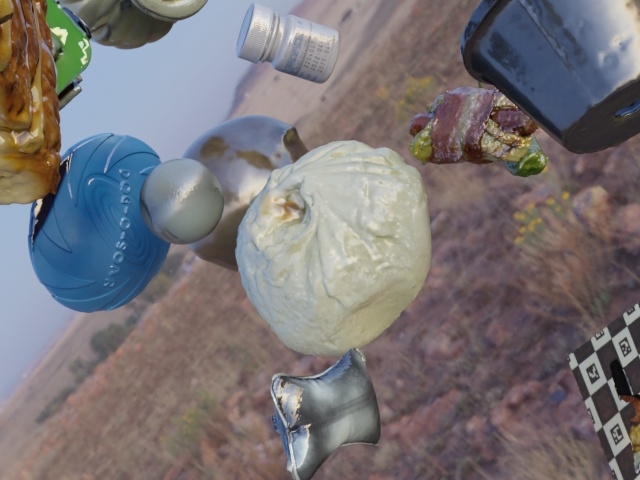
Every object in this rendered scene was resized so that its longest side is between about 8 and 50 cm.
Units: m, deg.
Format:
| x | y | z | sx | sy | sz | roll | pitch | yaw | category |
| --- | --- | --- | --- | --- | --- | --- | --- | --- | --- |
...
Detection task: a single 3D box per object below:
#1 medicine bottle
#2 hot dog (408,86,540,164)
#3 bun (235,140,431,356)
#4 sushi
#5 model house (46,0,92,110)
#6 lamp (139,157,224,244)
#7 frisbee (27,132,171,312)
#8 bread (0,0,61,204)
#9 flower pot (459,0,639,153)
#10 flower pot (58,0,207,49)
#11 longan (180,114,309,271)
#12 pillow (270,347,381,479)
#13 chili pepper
| x | y | z | sx | sy | sz | roll | pitch | yaw | category |
| --- | --- | --- | --- | --- | --- | --- | --- | --- | --- |
| -0.057 | -0.349 | 1.684 | 0.105 | 0.168 | 0.105 | -164 | 90 | -74 | medicine bottle |
| 0.233 | -0.178 | 1.455 | 0.213 | 0.103 | 0.146 | -4 | 44 | 34 | hot dog |
| 0.000 | 0.000 | 1.481 | 0.352 | 0.227 | 0.348 | 22 | 87 | 55 | bun |
| 0.611 | 0.326 | 1.858 | 0.343 | 0.359 | 0.064 | -25 | 5 | -41 | sushi |
| -0.423 | -0.221 | 0.934 | 0.242 | 0.357 | 0.313 | -46 | 12 | -9 | model house |
| -0.167 | -0.047 | 1.145 | 0.105 | 0.105 | 0.105 | -49 | 9 | 11 | lamp |
| -0.271 | -0.020 | 1.238 | 0.045 | 0.242 | 0.242 | 13 | 55 | 36 | frisbee |
| -0.227 | -0.174 | 0.554 | 0.114 | 0.274 | 0.184 | -13 | -28 | -11 | bread |
| 0.306 | -0.205 | 1.042 | 0.269 | 0.166 | 0.269 | -20 | -24 | -10 | flower pot |
| -0.343 | -0.513 | 1.758 | 0.244 | 0.307 | 0.307 | 9 | 55 | 46 | flower pot |
| -0.140 | -0.089 | 1.841 | 0.319 | 0.319 | 0.319 | -49 | 9 | 11 | longan |
| 0.008 | 0.153 | 0.847 | 0.136 | 0.091 | 0.055 | -10 | -31 | -48 | pillow |
| 0.313 | -0.176 | 1.552 | 0.073 | 0.072 | 0.204 | 102 | 160 | -43 | chili pepper |
